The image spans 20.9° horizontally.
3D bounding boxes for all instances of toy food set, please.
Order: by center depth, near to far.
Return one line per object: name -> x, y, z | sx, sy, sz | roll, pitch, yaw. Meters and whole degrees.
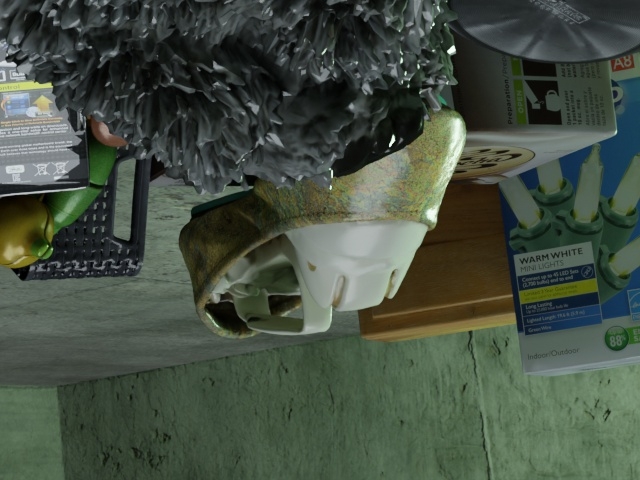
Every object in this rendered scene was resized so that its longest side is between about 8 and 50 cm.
toy food set -> -0.161, -0.069, 1.070 | 0.071, 0.218, 0.128 | 32, -174, 32

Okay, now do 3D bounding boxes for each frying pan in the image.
frying pan -> 0.201, -0.167, 1.035 | 0.326, 0.053, 0.197 | -4, 155, 31

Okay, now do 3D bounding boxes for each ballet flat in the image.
ballet flat -> 0.000, 0.000, 1.137 | 0.123, 0.123, 0.348 | -2, 169, -25

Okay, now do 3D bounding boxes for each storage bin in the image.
storage bin -> -0.191, -0.052, 1.235 | 0.084, 0.122, 0.180 | -1, -162, -25

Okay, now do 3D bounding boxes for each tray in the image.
tray -> 0.221, -0.043, 1.487 | 0.411, 0.203, 0.076 | -10, 170, 24

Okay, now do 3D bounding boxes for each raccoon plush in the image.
raccoon plush -> -0.073, -0.157, 0.670 | 0.446, 0.216, 0.299 | -4, 163, -12

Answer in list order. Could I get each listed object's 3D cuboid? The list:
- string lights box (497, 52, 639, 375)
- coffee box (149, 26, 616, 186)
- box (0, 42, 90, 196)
string lights box -> 0.218, -0.028, 1.401 | 0.133, 0.259, 0.077 | -11, 170, 23
coffee box -> 0.033, -0.111, 1.209 | 0.297, 0.119, 0.168 | -1, 170, -28
box -> -0.261, -0.108, 0.919 | 0.270, 0.060, 0.216 | -6, 139, -8
